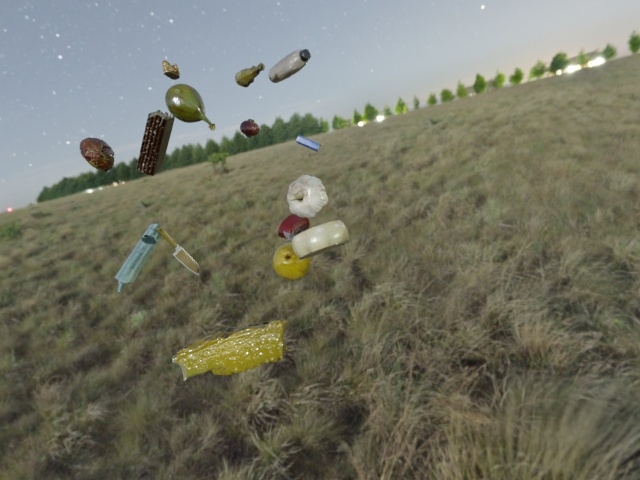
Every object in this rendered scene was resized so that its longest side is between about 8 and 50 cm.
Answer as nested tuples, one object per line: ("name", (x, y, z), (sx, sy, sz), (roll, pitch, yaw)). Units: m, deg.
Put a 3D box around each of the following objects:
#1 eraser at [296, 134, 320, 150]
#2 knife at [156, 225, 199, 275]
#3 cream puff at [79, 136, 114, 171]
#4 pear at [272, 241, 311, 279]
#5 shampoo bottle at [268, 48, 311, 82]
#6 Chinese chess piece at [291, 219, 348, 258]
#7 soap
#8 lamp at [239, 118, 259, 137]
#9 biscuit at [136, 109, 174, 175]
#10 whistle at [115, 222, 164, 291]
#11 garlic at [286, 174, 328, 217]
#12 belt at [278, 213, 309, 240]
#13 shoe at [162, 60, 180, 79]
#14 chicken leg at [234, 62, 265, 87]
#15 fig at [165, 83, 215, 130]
("eraser", (-0.043, -0.351, 1.471), (0.084, 0.027, 0.063), (23, 6, 0))
("knife", (-0.557, 0.046, 1.591), (0.022, 0.256, 0.046), (8, 51, 50))
("cream puff", (-0.872, -0.344, 1.603), (0.084, 0.149, 0.149), (-35, 12, 8))
("pear", (-0.154, 0.107, 2.143), (0.208, 0.209, 0.209), (-13, 14, 3))
("shampoo bottle", (-0.127, -0.741, 1.714), (0.127, 0.078, 0.256), (-51, 25, -24))
("Chinese chess piece", (0.000, 0.000, 1.894), (0.269, 0.112, 0.270), (-20, -6, -2))
("soap", (-0.311, 0.395, 1.444), (0.304, 0.170, 0.338), (-19, -2, -45))
("lamp", (-0.356, -0.565, 2.044), (0.101, 0.090, 0.101), (11, 26, -5))
("biscuit", (-0.630, -0.377, 1.554), (0.070, 0.252, 0.106), (20, 22, -9))
("whistle", (-0.653, 0.055, 1.465), (0.062, 0.062, 0.312), (-10, 39, 16))
("garlic", (-0.091, -0.191, 1.774), (0.199, 0.199, 0.226), (-7, 1, 29))
("belt", (-0.156, -0.077, 2.505), (0.124, 0.128, 0.201), (20, 48, 36))
("shoe", (-0.718, -0.825, 1.960), (0.072, 0.069, 0.109), (-13, 5, 35))
("chicken leg", (-0.286, -0.692, 1.681), (0.178, 0.070, 0.093), (-6, 33, 49))
("fig", (-0.505, -0.538, 1.656), (0.259, 0.151, 0.151), (28, 28, 14))
